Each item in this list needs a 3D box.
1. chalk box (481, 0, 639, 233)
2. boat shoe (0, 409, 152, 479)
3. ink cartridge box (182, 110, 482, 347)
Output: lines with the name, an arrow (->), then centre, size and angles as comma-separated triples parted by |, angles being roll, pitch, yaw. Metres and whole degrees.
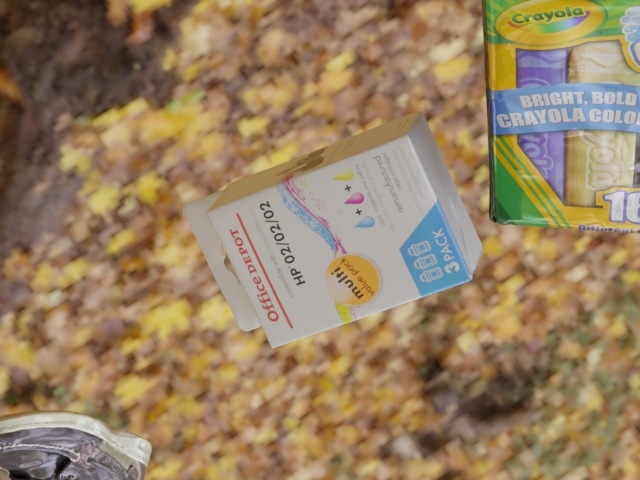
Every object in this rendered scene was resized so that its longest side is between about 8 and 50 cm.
chalk box -> 0.191, -0.158, 0.987 | 0.179, 0.180, 0.289 | 4, 144, 9
boat shoe -> -0.262, 0.236, 1.743 | 0.103, 0.092, 0.285 | -12, 162, 20
ink cartridge box -> 0.000, 0.000, 1.090 | 0.181, 0.104, 0.061 | -20, -166, 19
